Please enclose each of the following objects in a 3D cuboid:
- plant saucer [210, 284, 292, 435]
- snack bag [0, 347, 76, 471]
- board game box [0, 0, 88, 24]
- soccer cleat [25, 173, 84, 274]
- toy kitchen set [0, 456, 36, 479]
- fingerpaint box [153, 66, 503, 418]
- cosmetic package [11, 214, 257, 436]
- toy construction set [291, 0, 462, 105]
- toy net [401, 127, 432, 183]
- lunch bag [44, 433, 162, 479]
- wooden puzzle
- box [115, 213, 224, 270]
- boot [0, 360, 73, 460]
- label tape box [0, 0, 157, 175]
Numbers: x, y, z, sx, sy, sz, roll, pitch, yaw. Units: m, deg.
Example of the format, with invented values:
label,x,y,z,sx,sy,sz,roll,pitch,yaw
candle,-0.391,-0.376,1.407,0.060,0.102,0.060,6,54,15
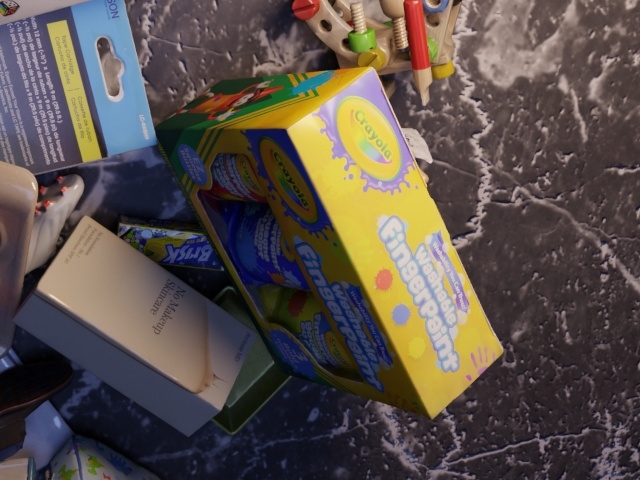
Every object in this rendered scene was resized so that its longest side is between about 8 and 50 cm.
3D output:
label,x,y,z,sx,sy,sz,roll,pitch,yaw
plant saucer,-0.144,0.183,1.825,0.188,0.045,0.188,-46,112,5
snack bag,-0.586,0.279,1.769,0.323,0.037,0.342,-30,112,-1
board game box,-0.316,-0.395,1.517,0.305,0.193,0.053,-16,145,-6
soccer cleat,-0.407,-0.016,1.696,0.196,0.068,0.076,-46,126,7
toy kitchen set,-0.460,0.450,1.825,0.122,0.207,0.166,3,63,-13
fingerpaint box,0.000,0.000,1.599,0.163,0.371,0.444,-38,115,-26
cosmetic package,-0.264,0.124,1.667,0.309,0.160,0.113,34,137,-12
toy construction set,0.105,-0.253,1.608,0.258,0.309,0.237,-11,115,0
toy net,0.103,-0.112,1.693,0.122,0.232,0.045,37,119,-9
lunch bag,-0.318,0.408,1.784,0.090,0.176,0.219,-47,122,8
wooden puzzle,-0.566,0.015,1.571,0.322,0.080,0.347,18,128,-5
box,-0.224,0.003,1.742,0.169,0.054,0.059,7,106,-13
boot,-0.465,0.262,1.749,0.219,0.082,0.106,-24,137,-10
label tape box,-0.425,-0.219,1.595,0.348,0.115,0.249,-15,112,-9
